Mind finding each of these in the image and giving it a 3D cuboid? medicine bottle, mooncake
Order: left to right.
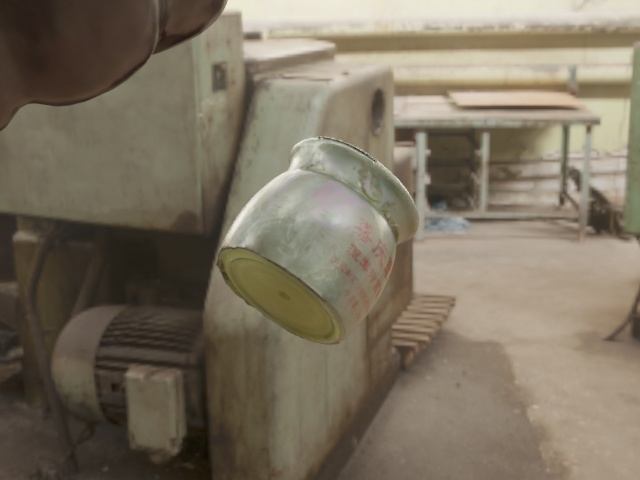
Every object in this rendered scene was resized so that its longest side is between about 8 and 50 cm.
[{"bbox_3d":[-0.202,-0.175,0.576,0.306,0.154,0.306,-13,27,7],"label":"mooncake"},{"bbox_3d":[0.000,0.000,0.821,0.147,0.147,0.143,12,57,42],"label":"medicine bottle"}]
